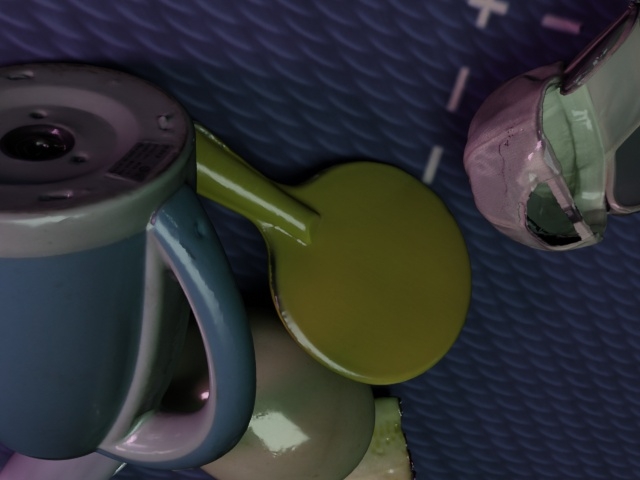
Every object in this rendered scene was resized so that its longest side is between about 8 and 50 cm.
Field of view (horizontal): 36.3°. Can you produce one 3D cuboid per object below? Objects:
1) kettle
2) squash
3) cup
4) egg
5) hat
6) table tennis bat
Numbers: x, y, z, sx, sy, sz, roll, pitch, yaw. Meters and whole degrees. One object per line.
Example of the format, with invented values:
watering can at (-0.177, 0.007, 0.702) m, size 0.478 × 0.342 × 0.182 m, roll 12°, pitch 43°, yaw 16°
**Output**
kettle at (-0.201, 0.062, 0.843) m, size 0.319 × 0.247 × 0.342 m, roll 19°, pitch 127°, yaw 21°
squash at (-0.018, 0.287, 1.152) m, size 0.252 × 0.093 × 0.170 m, roll -8°, pitch 78°, yaw -15°
cup at (-0.263, 0.226, 1.052) m, size 0.099 × 0.136 × 0.133 m, roll 39°, pitch 104°, yaw 2°
egg at (-0.062, 0.164, 1.012) m, size 0.253 × 0.188 × 0.189 m, roll 24°, pitch 110°, yaw -20°
hat at (0.256, -0.119, 0.980) m, size 0.275 × 0.161 × 0.232 m, roll -51°, pitch 138°, yaw -13°
table tennis bat at (0.000, 0.000, 0.970) m, size 0.368 × 0.054 × 0.224 m, roll 31°, pitch 69°, yaw -19°
